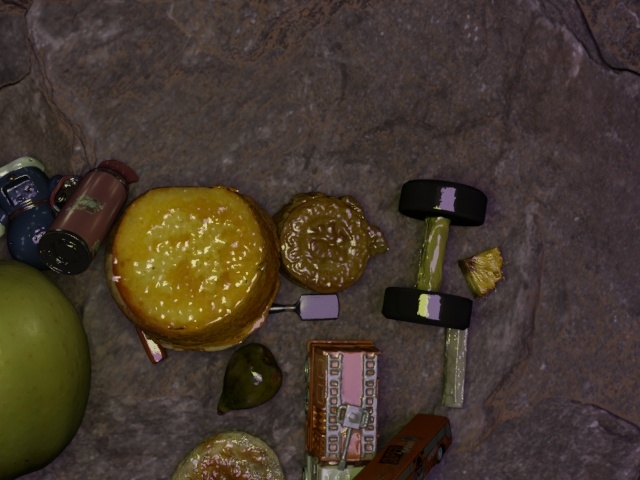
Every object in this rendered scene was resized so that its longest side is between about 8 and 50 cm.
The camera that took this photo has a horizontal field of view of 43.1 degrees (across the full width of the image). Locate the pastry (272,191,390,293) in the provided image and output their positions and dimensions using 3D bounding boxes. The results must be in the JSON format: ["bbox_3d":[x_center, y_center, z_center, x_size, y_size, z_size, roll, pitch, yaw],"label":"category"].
[{"bbox_3d":[0.000,0.000,1.877,0.235,0.132,0.240,-41,100,-17],"label":"pastry"}]

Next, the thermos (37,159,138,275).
[{"bbox_3d":[-0.499,-0.069,1.735,0.136,0.330,0.109,-6,125,13],"label":"thermos"}]

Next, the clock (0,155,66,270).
[{"bbox_3d":[-0.628,-0.048,1.772,0.200,0.146,0.243,-28,84,-15],"label":"clock"}]

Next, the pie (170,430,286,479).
[{"bbox_3d":[-0.209,0.566,1.840,0.274,0.055,0.274,0,91,-5],"label":"pie"}]

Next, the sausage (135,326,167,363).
[{"bbox_3d":[-0.389,0.216,1.840,0.041,0.039,0.131,-25,89,-4],"label":"sausage"}]

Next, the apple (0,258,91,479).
[{"bbox_3d":[-0.670,0.265,1.599,0.474,0.473,0.473,1,87,-8],"label":"apple"}]

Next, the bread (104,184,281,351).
[{"bbox_3d":[-0.281,0.055,1.749,0.398,0.215,0.398,-1,75,4],"label":"bread"}]

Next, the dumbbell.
[{"bbox_3d":[0.263,0.034,1.866,0.204,0.204,0.322,10,85,-8],"label":"dumbbell"}]

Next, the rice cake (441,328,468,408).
[{"bbox_3d":[0.322,0.272,1.939,0.057,0.052,0.256,2,86,21],"label":"rice cake"}]

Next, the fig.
[{"bbox_3d":[-0.166,0.319,1.849,0.133,0.185,0.126,44,43,1],"label":"fig"}]

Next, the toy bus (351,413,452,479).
[{"bbox_3d":[0.179,0.482,1.743,0.093,0.409,0.092,1,101,28],"label":"toy bus"}]

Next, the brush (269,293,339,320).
[{"bbox_3d":[-0.051,0.157,1.906,0.194,0.016,0.062,-1,86,-9],"label":"brush"}]

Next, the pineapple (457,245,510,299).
[{"bbox_3d":[0.387,0.069,1.959,0.116,0.069,0.137,25,74,-1],"label":"pineapple"}]

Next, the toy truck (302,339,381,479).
[{"bbox_3d":[0.053,0.421,1.809,0.173,0.207,0.387,2,87,-8],"label":"toy truck"}]
